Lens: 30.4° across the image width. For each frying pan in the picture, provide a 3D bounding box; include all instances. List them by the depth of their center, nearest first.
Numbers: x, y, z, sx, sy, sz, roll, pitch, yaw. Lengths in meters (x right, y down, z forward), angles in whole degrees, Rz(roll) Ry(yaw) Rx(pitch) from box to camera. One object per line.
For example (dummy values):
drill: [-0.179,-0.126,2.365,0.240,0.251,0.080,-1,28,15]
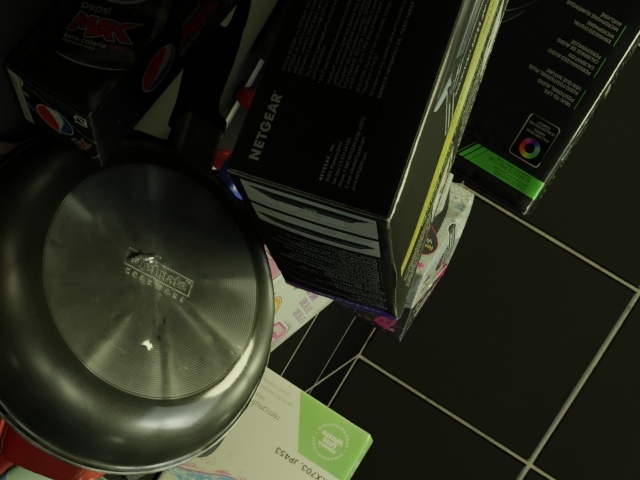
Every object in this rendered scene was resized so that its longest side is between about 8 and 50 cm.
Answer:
frying pan: [-0.068,-0.013,0.677,0.053,0.197,0.326,-23,-159,51]

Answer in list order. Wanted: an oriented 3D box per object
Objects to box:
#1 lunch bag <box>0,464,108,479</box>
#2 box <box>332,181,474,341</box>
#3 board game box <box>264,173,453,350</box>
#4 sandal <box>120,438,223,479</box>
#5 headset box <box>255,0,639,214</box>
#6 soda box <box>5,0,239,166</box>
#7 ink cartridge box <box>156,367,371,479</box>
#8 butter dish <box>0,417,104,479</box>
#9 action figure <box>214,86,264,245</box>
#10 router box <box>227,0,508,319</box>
lunch bag: [-0.212,0.317,0.871,0.279,0.224,0.108,-53,168,-34]
box: [0.088,0.007,1.574,0.142,0.163,0.247,-56,170,-22]
board game box: [0.000,0.000,1.166,0.316,0.064,0.242,-39,166,-14]
sandal: [-0.159,0.196,1.304,0.097,0.054,0.254,-67,159,9]
headset box: [0.121,-0.184,0.918,0.283,0.246,0.131,-58,171,8]
soda box: [-0.088,-0.125,0.621,0.169,0.053,0.060,-55,169,-21]
ink cartridge box: [-0.110,0.349,1.519,0.353,0.207,0.119,-57,172,-8]
butter dish: [-0.150,0.112,0.856,0.160,0.118,0.160,-43,163,-54]
action figure: [-0.098,-0.033,0.806,0.280,0.139,0.091,-89,-159,-62]
router box: [0.054,-0.130,0.648,0.243,0.081,0.309,72,36,-74]
